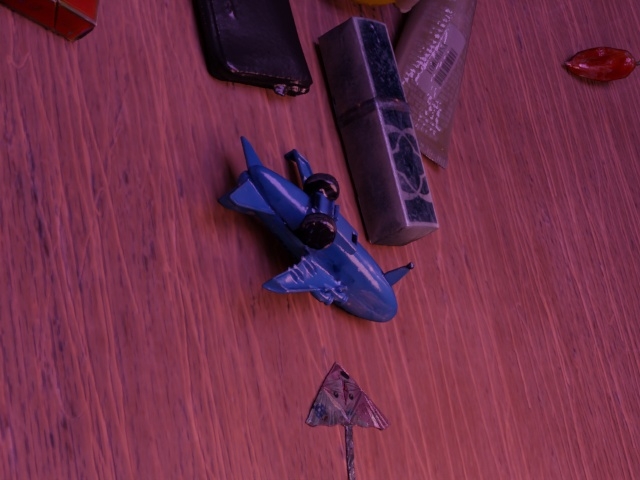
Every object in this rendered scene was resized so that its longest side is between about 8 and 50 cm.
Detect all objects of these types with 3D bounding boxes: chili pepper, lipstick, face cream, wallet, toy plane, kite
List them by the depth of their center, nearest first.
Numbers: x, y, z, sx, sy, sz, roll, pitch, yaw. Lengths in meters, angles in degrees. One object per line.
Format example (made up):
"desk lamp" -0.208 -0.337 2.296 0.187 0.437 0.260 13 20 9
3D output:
"kite" 0.034 0.209 1.520 0.137 0.005 0.152 8 64 -44
"toy plane" 0.000 0.000 1.533 0.271 0.105 0.254 37 31 -21
"wallet" -0.091 -0.290 1.642 0.149 0.044 0.250 5 65 -41
"lipstick" 0.073 -0.134 1.701 0.077 0.076 0.289 3 69 -48
"face cream" 0.157 -0.268 1.875 0.137 0.084 0.341 34 55 -27
"chili pepper" 0.469 -0.288 2.230 0.191 0.050 0.059 -7 76 -36

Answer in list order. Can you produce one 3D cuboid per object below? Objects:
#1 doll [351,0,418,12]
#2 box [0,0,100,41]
"doll" 0.061 -0.422 1.819 0.237 0.111 0.252 -36 98 -32
"box" -0.309 -0.295 1.406 0.175 0.048 0.112 25 51 -36
